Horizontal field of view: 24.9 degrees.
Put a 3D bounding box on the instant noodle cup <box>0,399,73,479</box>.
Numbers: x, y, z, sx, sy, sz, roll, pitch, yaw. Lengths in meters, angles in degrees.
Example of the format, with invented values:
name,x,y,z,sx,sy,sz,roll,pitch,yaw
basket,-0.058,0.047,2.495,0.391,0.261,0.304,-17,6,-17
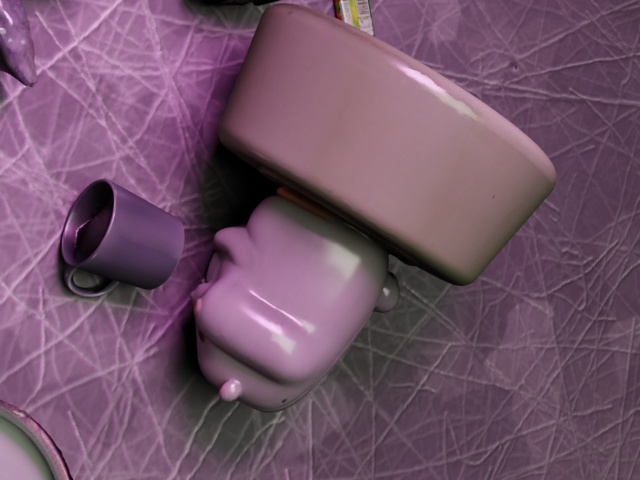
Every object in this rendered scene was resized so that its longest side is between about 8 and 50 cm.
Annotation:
name,x,y,z,sx,sy,sz,roll,pitch,yaw
instant noodle cup,-0.304,0.196,1.010,0.243,0.231,0.243,2,87,-35

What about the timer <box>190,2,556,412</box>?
name,x,y,z,sx,sy,sz,roll,pitch,yaw
timer,0.000,0.000,1.245,0.291,0.291,0.315,33,89,-29

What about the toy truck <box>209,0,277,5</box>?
name,x,y,z,sx,sy,sz,roll,pitch,yaw
toy truck,-0.057,-0.339,1.301,0.121,0.088,0.259,6,84,-42

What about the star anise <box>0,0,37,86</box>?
name,x,y,z,sx,sy,sz,roll,pitch,yaw
star anise,-0.281,-0.222,1.135,0.236,0.093,0.229,-42,110,-32

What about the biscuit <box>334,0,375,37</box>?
name,x,y,z,sx,sy,sz,roll,pitch,yaw
biscuit,0.034,-0.207,1.404,0.046,0.016,0.089,-12,93,-34

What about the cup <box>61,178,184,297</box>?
name,x,y,z,sx,sy,sz,roll,pitch,yaw
cup,-0.171,0.007,1.218,0.077,0.078,0.100,26,107,-36
